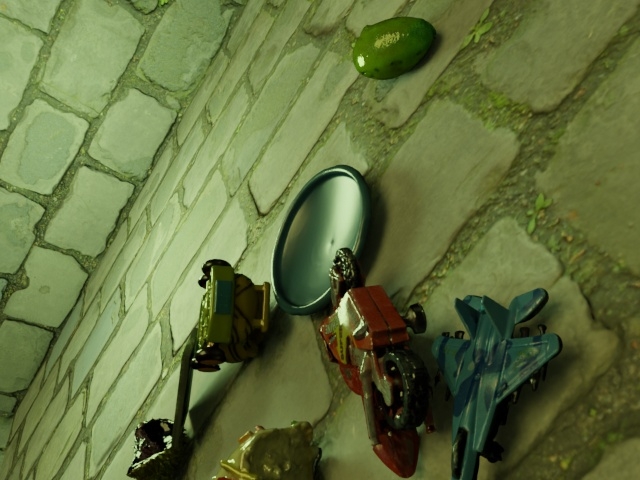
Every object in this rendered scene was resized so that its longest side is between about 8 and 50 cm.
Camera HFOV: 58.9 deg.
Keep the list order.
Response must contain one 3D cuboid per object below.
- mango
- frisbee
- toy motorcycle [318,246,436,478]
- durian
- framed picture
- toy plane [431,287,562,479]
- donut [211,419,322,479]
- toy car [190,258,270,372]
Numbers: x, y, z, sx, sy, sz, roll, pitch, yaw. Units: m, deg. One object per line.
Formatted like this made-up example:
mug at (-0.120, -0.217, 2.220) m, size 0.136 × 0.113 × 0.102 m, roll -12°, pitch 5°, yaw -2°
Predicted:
mango at (0.132, -0.364, 1.055) m, size 0.178 × 0.100 × 0.119 m, roll -1°, pitch 64°, yaw 50°
frisbee at (0.005, 0.001, 1.025) m, size 0.289 × 0.049 × 0.289 m, roll -35°, pitch 44°, yaw 42°
toy motorcycle at (0.067, 0.140, 0.740) m, size 0.298 × 0.089 × 0.171 m, roll -116°, pitch 31°, yaw -52°
durian at (-0.335, 0.463, 1.206) m, size 0.186 × 0.119 × 0.108 m, roll -132°, pitch 32°, yaw -71°
framed picture at (-0.281, 0.303, 1.183) m, size 0.150 × 0.015 × 0.203 m, roll -108°, pitch 26°, yaw -77°
toy plane at (0.173, 0.167, 0.593) m, size 0.169 × 0.078 × 0.246 m, roll -17°, pitch 59°, yaw 54°
donut at (-0.063, 0.426, 0.700) m, size 0.307 × 0.150 × 0.371 m, roll -60°, pitch 30°, yaw 8°
toy car at (-0.170, 0.150, 1.102) m, size 0.248 × 0.142 × 0.200 m, roll 128°, pitch 146°, yaw -64°
